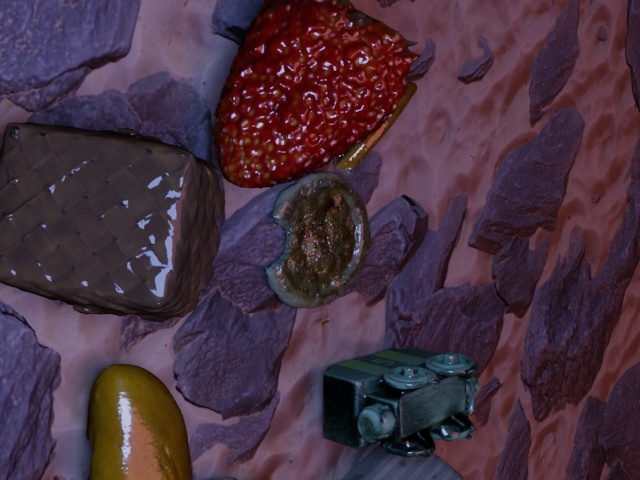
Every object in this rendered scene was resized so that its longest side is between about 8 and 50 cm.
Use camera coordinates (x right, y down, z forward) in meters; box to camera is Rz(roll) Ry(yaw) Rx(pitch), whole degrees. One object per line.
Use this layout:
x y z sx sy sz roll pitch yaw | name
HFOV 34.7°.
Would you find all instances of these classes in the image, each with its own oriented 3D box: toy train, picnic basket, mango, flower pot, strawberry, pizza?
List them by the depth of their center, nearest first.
-0.277 -0.024 1.373 0.321 0.291 0.254 78 23 -86 | picnic basket
-0.273 0.309 1.522 0.167 0.130 0.262 -7 93 -44 | mango
-0.034 -0.229 1.602 0.343 0.292 0.292 -48 131 3 | strawberry
0.065 -0.183 1.740 0.053 0.193 0.201 41 69 -10 | pizza
0.148 0.281 1.852 0.299 0.238 0.167 -7 102 -46 | toy train
0.142 0.505 1.907 0.189 0.239 0.209 -36 89 -36 | flower pot

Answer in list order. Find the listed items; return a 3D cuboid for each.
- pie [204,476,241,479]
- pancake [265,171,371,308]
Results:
-0.155 0.539 1.710 0.315 0.092 0.315 -11 108 -38 | pie
0.000 0.000 1.797 0.253 0.037 0.254 -9 103 -43 | pancake
